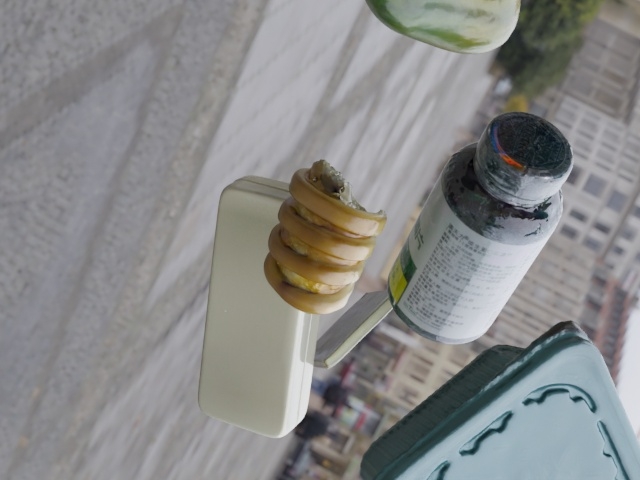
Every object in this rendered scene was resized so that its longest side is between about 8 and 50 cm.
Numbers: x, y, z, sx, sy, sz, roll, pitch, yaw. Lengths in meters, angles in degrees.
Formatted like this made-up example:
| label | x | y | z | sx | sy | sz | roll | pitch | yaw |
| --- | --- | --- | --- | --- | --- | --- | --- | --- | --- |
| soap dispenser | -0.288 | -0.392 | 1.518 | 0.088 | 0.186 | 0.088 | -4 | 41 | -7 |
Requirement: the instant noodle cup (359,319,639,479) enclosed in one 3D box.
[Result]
| label | x | y | z | sx | sy | sz | roll | pitch | yaw |
| --- | --- | --- | --- | --- | --- | --- | --- | --- | --- |
| instant noodle cup | 0.100 | 0.143 | 0.716 | 0.157 | 0.179 | 0.070 | -37 | -150 | -15 |

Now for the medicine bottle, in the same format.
| label | x | y | z | sx | sy | sz | roll | pitch | yaw |
| --- | --- | --- | --- | --- | --- | --- | --- | --- | --- |
| medicine bottle | 0.183 | -0.014 | 1.472 | 0.141 | 0.141 | 0.293 | -58 | 176 | -41 |

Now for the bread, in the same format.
| label | x | y | z | sx | sy | sz | roll | pitch | yaw |
| --- | --- | --- | --- | --- | --- | --- | --- | --- | --- |
| bread | 0.000 | 0.000 | 1.423 | 0.084 | 0.119 | 0.177 | -10 | 128 | -52 |

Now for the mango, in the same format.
| label | x | y | z | sx | sy | sz | roll | pitch | yaw |
| --- | --- | --- | --- | --- | --- | --- | --- | --- | --- |
| mango | 0.120 | -0.261 | 1.315 | 0.091 | 0.137 | 0.237 | -36 | 153 | 32 |

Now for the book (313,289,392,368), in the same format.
| label | x | y | z | sx | sy | sz | roll | pitch | yaw |
| --- | --- | --- | --- | --- | --- | --- | --- | --- | --- |
| book | 0.039 | 0.117 | 1.726 | 0.138 | 0.016 | 0.199 | -44 | -176 | -10 |

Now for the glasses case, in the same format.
| label | x | y | z | sx | sy | sz | roll | pitch | yaw |
| --- | --- | --- | --- | --- | --- | --- | --- | --- | --- |
| glasses case | -0.069 | 0.083 | 1.603 | 0.070 | 0.131 | 0.312 | -32 | 133 | -61 |
